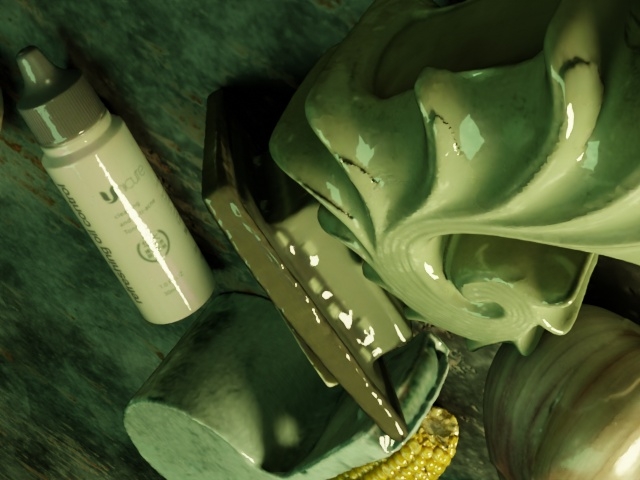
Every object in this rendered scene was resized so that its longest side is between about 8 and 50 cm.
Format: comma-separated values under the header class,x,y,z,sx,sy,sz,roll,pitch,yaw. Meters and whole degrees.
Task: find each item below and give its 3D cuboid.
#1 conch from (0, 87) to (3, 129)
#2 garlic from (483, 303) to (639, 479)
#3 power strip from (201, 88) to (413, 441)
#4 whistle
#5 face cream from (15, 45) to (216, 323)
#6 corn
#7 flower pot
class,x,y,z,sx,sy,sz,roll,pitch,yaw
conch,-0.412,-0.163,1.013,0.255,0.127,0.158,34,-168,35
garlic,0.229,0.165,0.761,0.207,0.207,0.257,11,121,31
power strip,0.001,0.000,0.790,0.092,0.251,0.257,-29,115,13
whistle,-0.036,0.183,1.023,0.405,0.168,0.188,3,132,38
face cream,-0.208,-0.056,0.969,0.092,0.092,0.311,3,132,38
corn,0.031,0.277,1.039,0.106,0.106,0.293,42,115,-8
flower pot,0.163,-0.053,0.601,0.367,0.164,0.254,-9,130,46
